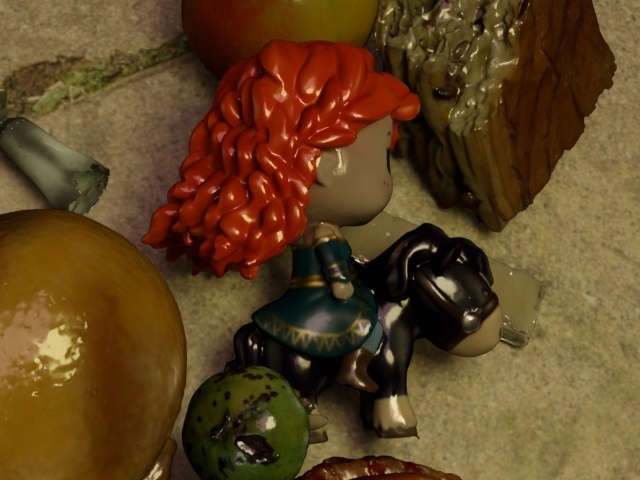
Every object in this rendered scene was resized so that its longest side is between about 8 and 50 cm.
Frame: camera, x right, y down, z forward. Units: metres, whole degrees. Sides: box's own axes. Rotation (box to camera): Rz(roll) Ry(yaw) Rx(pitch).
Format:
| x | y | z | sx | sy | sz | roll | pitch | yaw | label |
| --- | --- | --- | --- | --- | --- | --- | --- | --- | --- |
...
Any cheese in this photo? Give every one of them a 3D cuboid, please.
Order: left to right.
| x | y | z | sx | sy | sz | roll | pitch | yaw | label |
| --- | --- | --- | --- | --- | --- | --- | --- | --- | --- |
| 0.054 | 0.001 | 1.725 | 0.400 | 0.034 | 0.085 | 25 | 64 | -1 | cheese |

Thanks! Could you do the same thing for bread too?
| x | y | z | sx | sy | sz | roll | pitch | yaw | label |
| --- | --- | --- | --- | --- | --- | --- | --- | --- | --- |
| 0.167 | -0.236 | 1.730 | 0.191 | 0.370 | 0.314 | 12 | 50 | 34 | bread |

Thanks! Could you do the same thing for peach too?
| x | y | z | sx | sy | sz | roll | pitch | yaw | label |
| --- | --- | --- | --- | --- | --- | --- | --- | --- | --- |
| -0.041 | -0.269 | 1.736 | 0.230 | 0.231 | 0.231 | 5 | 63 | -11 | peach |

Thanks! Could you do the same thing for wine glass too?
| x | y | z | sx | sy | sz | roll | pitch | yaw | label |
| --- | --- | --- | --- | --- | --- | --- | --- | --- | --- |
| -0.300 | -0.092 | 1.669 | 0.155 | 0.072 | 0.072 | 39 | 62 | 8 | wine glass |

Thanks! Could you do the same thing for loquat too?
| x | y | z | sx | sy | sz | roll | pitch | yaw | label |
| --- | --- | --- | --- | --- | --- | --- | --- | --- | --- |
| -0.262 | 0.141 | 1.435 | 0.328 | 0.328 | 0.359 | -44 | 112 | -27 | loquat |

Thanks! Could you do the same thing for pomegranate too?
| x | y | z | sx | sy | sz | roll | pitch | yaw | label |
| --- | --- | --- | --- | --- | --- | --- | --- | --- | --- |
| -0.056 | 0.171 | 1.459 | 0.161 | 0.122 | 0.122 | -11 | 63 | -52 | pomegranate |

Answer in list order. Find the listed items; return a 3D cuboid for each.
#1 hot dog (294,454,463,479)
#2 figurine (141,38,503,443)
| x | y | z | sx | sy | sz | roll | pitch | yaw | label |
| --- | --- | --- | --- | --- | --- | --- | --- | --- | --- |
| -0.005 | 0.329 | 1.462 | 0.405 | 0.185 | 0.223 | -22 | 72 | -23 | hot dog |
| 0.010 | 0.007 | 1.588 | 0.306 | 0.241 | 0.412 | -32 | 89 | 6 | figurine |
